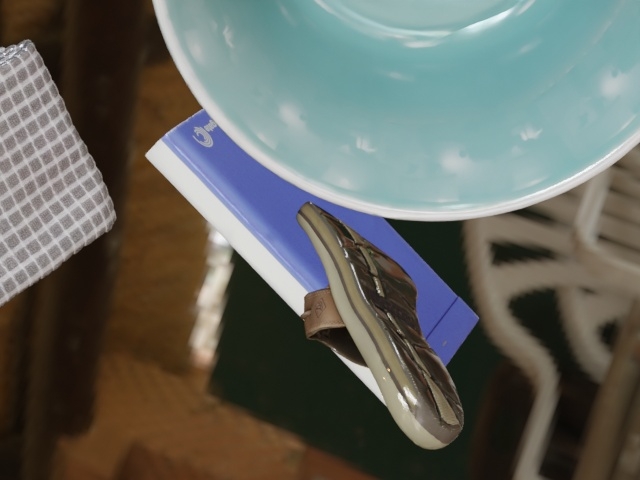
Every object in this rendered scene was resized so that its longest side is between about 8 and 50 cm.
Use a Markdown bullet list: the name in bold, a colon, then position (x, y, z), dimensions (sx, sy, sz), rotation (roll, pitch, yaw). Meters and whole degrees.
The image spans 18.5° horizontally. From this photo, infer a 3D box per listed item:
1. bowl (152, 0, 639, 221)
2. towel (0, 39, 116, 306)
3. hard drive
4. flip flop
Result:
- **bowl**: position (0.062, -0.184, 1.101), dimensions (0.163, 0.311, 0.311), rotation (-91, 16, -67)
- **towel**: position (-0.367, -0.050, 2.067), dimensions (0.283, 0.121, 0.235), rotation (-40, -64, -36)
- **hard drive**: position (0.000, 0.000, 1.788), dimensions (0.040, 0.319, 0.210), rotation (-44, 0, 26)
- **flip flop**: position (0.030, 0.067, 1.506), dimensions (0.080, 0.112, 0.277), rotation (-43, 41, 16)
